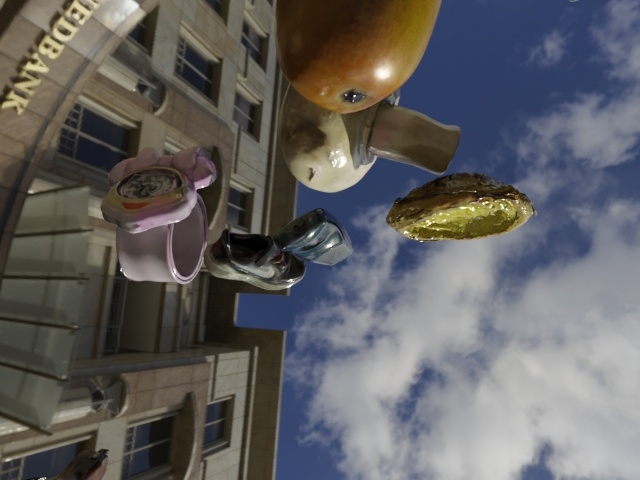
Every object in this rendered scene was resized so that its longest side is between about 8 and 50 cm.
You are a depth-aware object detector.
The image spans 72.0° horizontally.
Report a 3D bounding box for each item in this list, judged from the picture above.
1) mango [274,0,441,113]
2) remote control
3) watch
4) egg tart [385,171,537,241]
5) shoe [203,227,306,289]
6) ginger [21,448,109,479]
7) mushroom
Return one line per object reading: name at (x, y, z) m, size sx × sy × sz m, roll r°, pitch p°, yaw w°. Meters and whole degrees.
mango at (0.048, -0.315, 0.525) m, size 0.211 × 0.173 × 0.317 m, roll 27°, pitch -70°, yaw 51°
remote control at (0.000, 0.000, 0.598) m, size 0.072 × 0.222 × 0.042 m, roll -32°, pitch -105°, yaw 9°
watch at (-0.317, -0.039, 0.882) m, size 0.211 × 0.217 × 0.248 m, roll 3°, pitch -140°, yaw 5°
egg tart at (0.260, -0.064, 0.839) m, size 0.279 × 0.279 × 0.094 m, roll -6°, pitch -105°, yaw 21°
shoe at (-0.131, 0.035, 0.942) m, size 0.228 × 0.112 × 0.099 m, roll 10°, pitch -126°, yaw -18°
ginger at (-0.466, 0.393, 0.626) m, size 0.133 × 0.309 × 0.107 m, roll 15°, pitch -86°, yaw 53°
mushroom at (0.075, -0.254, 0.909) m, size 0.315 × 0.356 × 0.315 m, roll 24°, pitch -63°, yaw 61°
